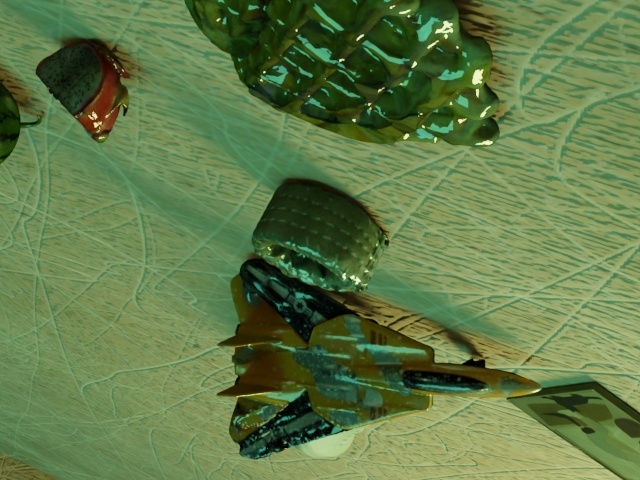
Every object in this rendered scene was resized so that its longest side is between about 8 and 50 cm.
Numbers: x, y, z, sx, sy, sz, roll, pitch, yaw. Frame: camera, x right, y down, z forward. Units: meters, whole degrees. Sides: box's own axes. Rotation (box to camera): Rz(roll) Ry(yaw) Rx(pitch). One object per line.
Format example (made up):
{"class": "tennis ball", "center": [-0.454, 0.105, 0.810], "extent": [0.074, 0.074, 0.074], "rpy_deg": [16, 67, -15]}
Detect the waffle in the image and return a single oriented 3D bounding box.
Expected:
{"class": "waffle", "center": [0.007, -0.128, 0.768], "extent": [0.223, 0.054, 0.204], "rpy_deg": [13, 152, 31]}

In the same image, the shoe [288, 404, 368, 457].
{"class": "shoe", "center": [0.028, 0.186, 1.340], "extent": [0.110, 0.095, 0.265], "rpy_deg": [17, 152, 21]}

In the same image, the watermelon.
{"class": "watermelon", "center": [-0.324, -0.108, 1.108], "extent": [0.109, 0.109, 0.109], "rpy_deg": [23, 156, 11]}

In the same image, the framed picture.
{"class": "framed picture", "center": [0.298, 0.201, 1.186], "extent": [0.201, 0.010, 0.136], "rpy_deg": [36, 155, -17]}

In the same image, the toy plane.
{"class": "toy plane", "center": [0.057, 0.125, 1.172], "extent": [0.316, 0.204, 0.103], "rpy_deg": [2, -175, 13]}

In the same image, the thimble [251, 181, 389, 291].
{"class": "thimble", "center": [0.000, 0.000, 1.025], "extent": [0.110, 0.062, 0.084], "rpy_deg": [26, 159, 4]}

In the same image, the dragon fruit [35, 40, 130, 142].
{"class": "dragon fruit", "center": [-0.186, -0.125, 0.977], "extent": [0.083, 0.060, 0.056], "rpy_deg": [43, 178, 40]}
